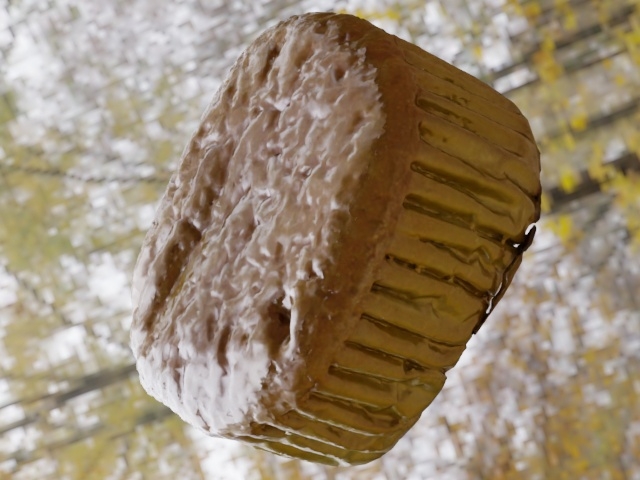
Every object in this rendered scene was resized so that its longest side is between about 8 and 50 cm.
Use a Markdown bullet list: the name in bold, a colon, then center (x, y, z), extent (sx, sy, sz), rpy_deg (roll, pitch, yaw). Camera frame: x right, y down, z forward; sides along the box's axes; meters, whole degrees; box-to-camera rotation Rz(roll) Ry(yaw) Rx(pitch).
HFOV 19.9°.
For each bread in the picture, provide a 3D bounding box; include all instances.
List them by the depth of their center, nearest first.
- **bread**: center (0.000, 0.000, 1.055), extent (0.142, 0.253, 0.227), rpy_deg (27, -173, -39)
